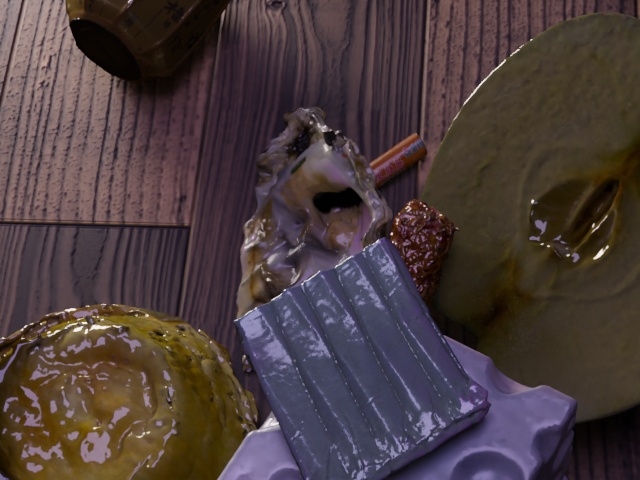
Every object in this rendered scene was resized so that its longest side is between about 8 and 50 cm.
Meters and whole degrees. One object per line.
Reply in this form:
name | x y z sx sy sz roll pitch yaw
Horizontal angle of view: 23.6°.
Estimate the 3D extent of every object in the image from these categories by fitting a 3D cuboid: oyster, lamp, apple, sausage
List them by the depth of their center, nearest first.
apple | 0.269 -0.016 1.499 0.312 0.320 0.360 37 109 -11
oyster | 0.004 0.000 1.625 0.201 0.107 0.354 -29 50 42
sausage | 0.071 -0.080 1.712 0.107 0.031 0.031 -34 62 -15
lamp | -0.199 -0.285 1.791 0.161 0.161 0.185 27 68 19

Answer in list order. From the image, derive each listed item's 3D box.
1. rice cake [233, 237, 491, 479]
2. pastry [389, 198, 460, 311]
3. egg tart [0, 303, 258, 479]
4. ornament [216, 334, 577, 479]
rice cake | 0.032 0.113 1.319 0.189 0.037 0.198 -29 61 -12
pastry | 0.089 0.044 1.515 0.063 0.087 0.169 16 90 25
egg tart | -0.225 0.196 1.520 0.345 0.132 0.345 -1 59 2
ornament | 0.072 0.236 1.403 0.240 0.240 0.239 26 66 19
